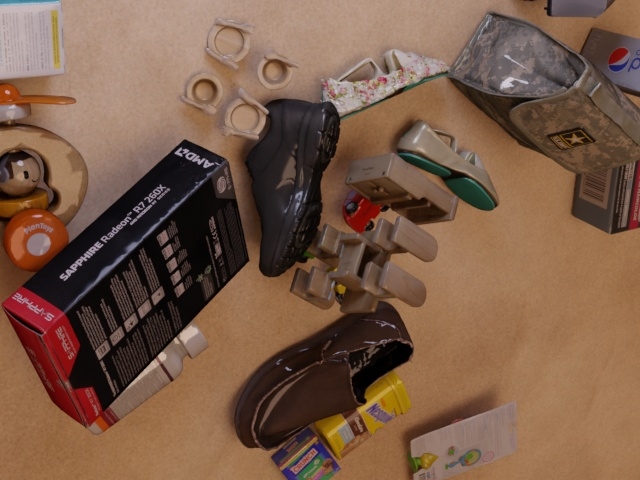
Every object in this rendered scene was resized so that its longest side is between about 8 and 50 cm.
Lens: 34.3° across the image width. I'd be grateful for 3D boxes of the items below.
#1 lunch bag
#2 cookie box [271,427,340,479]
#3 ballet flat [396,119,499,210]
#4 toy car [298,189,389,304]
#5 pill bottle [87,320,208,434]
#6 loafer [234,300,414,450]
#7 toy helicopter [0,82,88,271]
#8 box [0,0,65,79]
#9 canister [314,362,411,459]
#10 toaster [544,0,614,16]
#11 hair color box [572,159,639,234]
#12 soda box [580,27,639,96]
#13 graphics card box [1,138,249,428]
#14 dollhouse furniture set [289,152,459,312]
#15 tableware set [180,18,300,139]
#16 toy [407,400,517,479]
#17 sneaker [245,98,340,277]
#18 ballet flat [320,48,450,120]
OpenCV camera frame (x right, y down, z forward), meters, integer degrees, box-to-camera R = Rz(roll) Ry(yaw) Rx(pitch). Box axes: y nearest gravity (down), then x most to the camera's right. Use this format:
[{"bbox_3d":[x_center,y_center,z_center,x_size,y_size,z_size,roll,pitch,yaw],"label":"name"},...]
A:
[{"bbox_3d":[0.393,-0.233,1.727,0.235,0.287,0.169,33,92,-38],"label":"lunch bag"},{"bbox_3d":[-0.026,0.412,1.917,0.092,0.040,0.107,-40,125,-9],"label":"cookie box"},{"bbox_3d":[0.236,-0.135,1.811,0.248,0.086,0.086,29,94,-36],"label":"ballet flat"},{"bbox_3d":[0.000,0.000,1.739,0.225,0.053,0.239,2,109,-32],"label":"toy car"},{"bbox_3d":[-0.291,0.189,1.603,0.221,0.121,0.121,-37,126,-13],"label":"pill bottle"},{"bbox_3d":[0.012,0.242,1.807,0.366,0.130,0.134,-38,125,-12],"label":"loafer"},{"bbox_3d":[-0.470,-0.115,1.350,0.355,0.140,0.235,17,100,-33],"label":"toy helicopter"},{"bbox_3d":[-0.458,-0.258,1.335,0.244,0.060,0.100,-10,116,-28],"label":"box"},{"bbox_3d":[0.075,0.314,1.905,0.170,0.073,0.126,-36,142,-11],"label":"canister"},{"bbox_3d":[0.451,-0.475,1.726,0.168,0.110,0.185,-43,138,-49],"label":"toaster"},{"bbox_3d":[0.686,-0.146,2.055,0.374,0.113,0.185,-12,117,-27],"label":"hair color box"},{"bbox_3d":[0.589,-0.293,1.819,0.098,0.286,0.091,16,101,-36],"label":"soda box"},{"bbox_3d":[-0.260,0.057,1.473,0.371,0.094,0.233,-47,148,-28],"label":"graphics card box"},{"bbox_3d":[0.104,0.010,1.646,0.161,0.212,0.242,31,66,-35],"label":"dollhouse furniture set"},{"bbox_3d":[-0.123,-0.239,1.552,0.141,0.020,0.168,26,99,-18],"label":"tableware set"},{"bbox_3d":[0.283,0.403,2.094,0.237,0.056,0.137,-19,124,-18],"label":"toy"},{"bbox_3d":[-0.060,-0.085,1.617,0.109,0.130,0.286,7,98,-73],"label":"sneaker"},{"bbox_3d":[0.103,-0.263,1.668,0.241,0.091,0.077,-25,101,-24],"label":"ballet flat"}]
